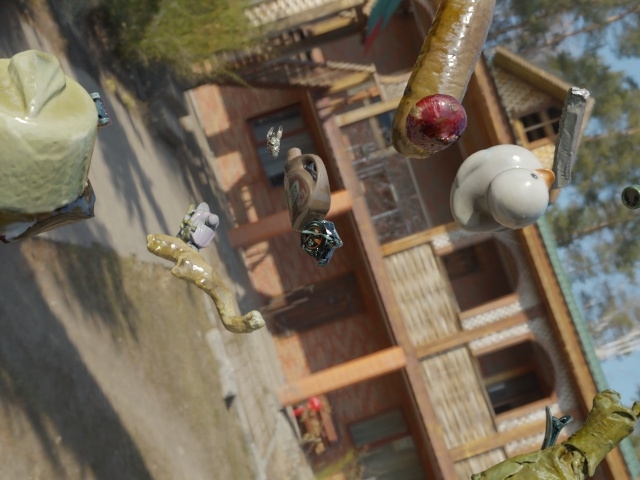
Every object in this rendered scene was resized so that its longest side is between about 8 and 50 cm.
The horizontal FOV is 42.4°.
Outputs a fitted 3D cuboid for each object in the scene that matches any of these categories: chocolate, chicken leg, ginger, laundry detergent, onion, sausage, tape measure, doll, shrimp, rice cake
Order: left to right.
[{"bbox_3d":[-0.601,-0.212,1.675,0.326,0.314,0.297,51,-50,14],"label":"chocolate"},{"bbox_3d":[-0.219,0.077,1.535,0.288,0.075,0.089,43,21,19],"label":"ginger"},{"bbox_3d":[-0.124,-0.261,2.175,0.029,0.038,0.092,151,-50,-67],"label":"shrimp"},{"bbox_3d":[-0.035,-0.159,2.146,0.171,0.076,0.237,-49,-138,49],"label":"laundry detergent"},{"bbox_3d":[-0.001,-0.002,1.871,0.054,0.091,0.094,15,29,-53],"label":"tape measure"},{"bbox_3d":[0.196,-0.195,1.386,0.107,0.107,0.097,72,-8,-49],"label":"onion"},{"bbox_3d":[0.275,-0.397,1.751,0.136,0.123,0.501,109,3,-75],"label":"sausage"},{"bbox_3d":[0.409,-0.096,1.845,0.221,0.251,0.221,42,32,-34],"label":"doll"},{"bbox_3d":[0.492,0.464,1.700,0.201,0.429,0.152,49,6,36],"label":"chicken leg"},{"bbox_3d":[0.582,-0.236,1.942,0.049,0.055,0.270,-80,172,-59],"label":"rice cake"}]

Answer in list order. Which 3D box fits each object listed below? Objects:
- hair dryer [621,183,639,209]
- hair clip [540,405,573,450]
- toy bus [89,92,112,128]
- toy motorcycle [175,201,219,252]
[{"bbox_3d":[0.623,-0.132,1.559,0.047,0.071,0.150,36,-52,43],"label":"hair dryer"},{"bbox_3d":[0.525,0.511,1.972,0.039,0.070,0.230,-120,-127,-81],"label":"hair clip"},{"bbox_3d":[-0.581,-0.300,1.963,0.081,0.089,0.195,67,16,-1],"label":"toy bus"},{"bbox_3d":[-0.324,-0.029,2.189,0.073,0.152,0.225,38,24,-25],"label":"toy motorcycle"}]
